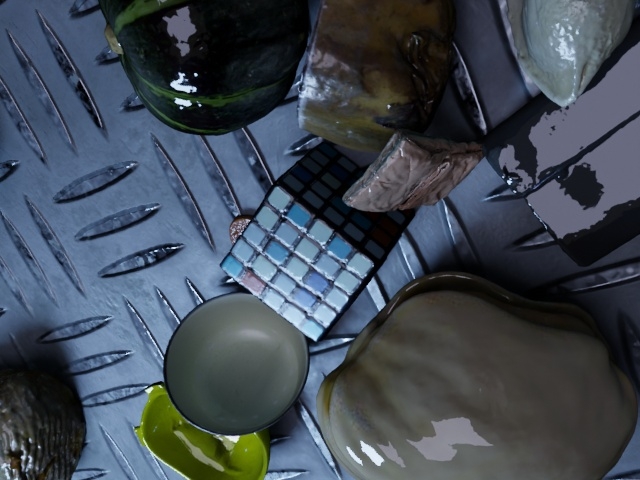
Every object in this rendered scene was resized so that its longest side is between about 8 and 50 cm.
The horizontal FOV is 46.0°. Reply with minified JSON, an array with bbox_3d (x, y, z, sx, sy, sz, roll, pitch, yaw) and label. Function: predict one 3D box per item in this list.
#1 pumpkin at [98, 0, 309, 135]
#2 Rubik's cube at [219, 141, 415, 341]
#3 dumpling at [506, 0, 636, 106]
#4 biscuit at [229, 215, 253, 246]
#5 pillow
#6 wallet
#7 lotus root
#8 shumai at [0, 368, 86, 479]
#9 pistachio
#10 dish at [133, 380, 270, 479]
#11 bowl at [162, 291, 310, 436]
[{"bbox_3d":[-0.149,-0.287,0.939,0.323,0.242,0.323,164,90,-72],"label":"pumpkin"},{"bbox_3d":[0.000,0.000,1.091,0.187,0.182,0.184,39,123,2],"label":"Rubik's cube"},{"bbox_3d":[0.283,-0.275,0.873,0.166,0.126,0.215,31,138,53],"label":"dumpling"},{"bbox_3d":[-0.111,0.001,1.239,0.078,0.015,0.091,-4,113,23],"label":"biscuit"},{"bbox_3d":[0.129,-0.085,0.972,0.126,0.233,0.043,-45,68,29],"label":"pillow"},{"bbox_3d":[0.414,-0.153,0.904,0.228,0.062,0.406,48,123,-4],"label":"wallet"},{"bbox_3d":[0.071,-0.236,0.920,0.192,0.272,0.272,20,121,3],"label":"lotus root"},{"bbox_3d":[-0.664,0.398,1.559,0.283,0.217,0.345,15,123,16],"label":"shumai"},{"bbox_3d":[0.209,0.226,1.076,0.446,0.281,0.365,-9,103,12],"label":"pistachio"},{"bbox_3d":[-0.200,0.345,1.395,0.263,0.108,0.221,26,122,8],"label":"dish"},{"bbox_3d":[-0.130,0.218,1.254,0.238,0.237,0.126,20,158,14],"label":"bowl"}]
